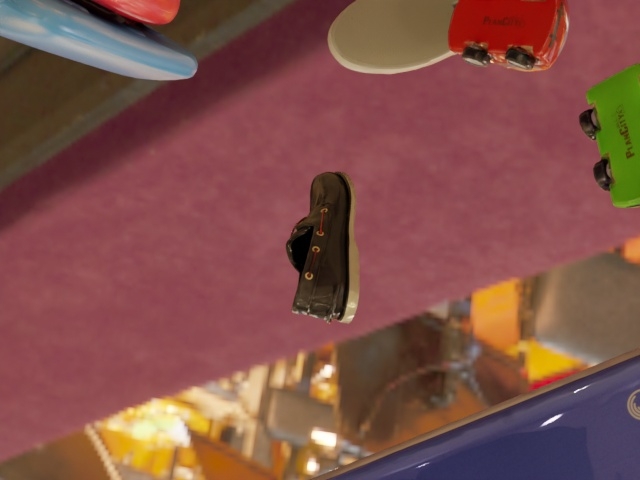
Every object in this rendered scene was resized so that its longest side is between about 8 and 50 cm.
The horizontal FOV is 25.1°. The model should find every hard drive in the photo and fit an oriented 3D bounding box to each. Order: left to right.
[{"bbox_3d":[0.163,0.247,1.215,0.319,0.210,0.040,-22,-174,3],"label":"hard drive"}]

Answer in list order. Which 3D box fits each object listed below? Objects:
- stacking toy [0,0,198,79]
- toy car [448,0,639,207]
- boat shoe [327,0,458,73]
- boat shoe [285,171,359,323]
[{"bbox_3d":[-0.103,-0.248,0.757,0.175,0.302,0.166,33,-170,25],"label":"stacking toy"},{"bbox_3d":[0.206,-0.119,0.984,0.239,0.225,0.053,-28,147,34],"label":"toy car"},{"bbox_3d":[0.106,-0.196,1.323,0.227,0.079,0.081,-20,171,-20],"label":"boat shoe"},{"bbox_3d":[0.000,-0.001,0.917,0.042,0.133,0.049,9,130,-8],"label":"boat shoe"}]
